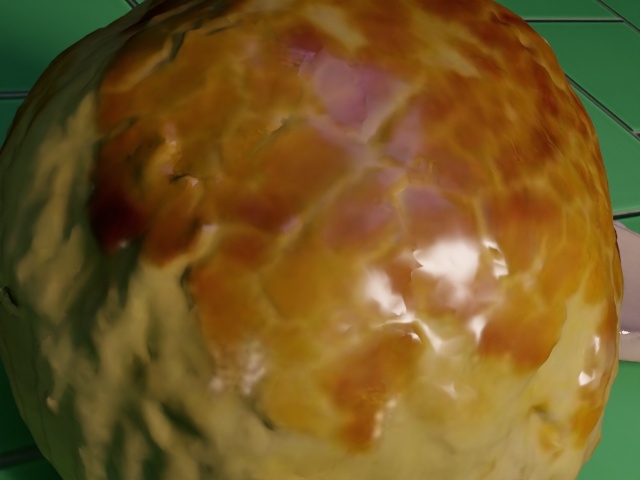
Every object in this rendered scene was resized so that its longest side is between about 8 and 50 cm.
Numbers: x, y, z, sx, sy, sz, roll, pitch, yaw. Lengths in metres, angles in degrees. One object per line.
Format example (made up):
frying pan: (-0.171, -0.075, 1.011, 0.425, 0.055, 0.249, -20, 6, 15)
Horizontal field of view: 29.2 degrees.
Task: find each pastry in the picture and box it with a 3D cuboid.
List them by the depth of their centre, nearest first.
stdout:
pastry: (0.000, 0.000, 0.720, 0.388, 0.312, 0.388, 12, 33, -8)

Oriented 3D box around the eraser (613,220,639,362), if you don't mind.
eraser: (0.245, 0.052, 1.016, 0.243, 0.059, 0.204, 20, 32, 3)
